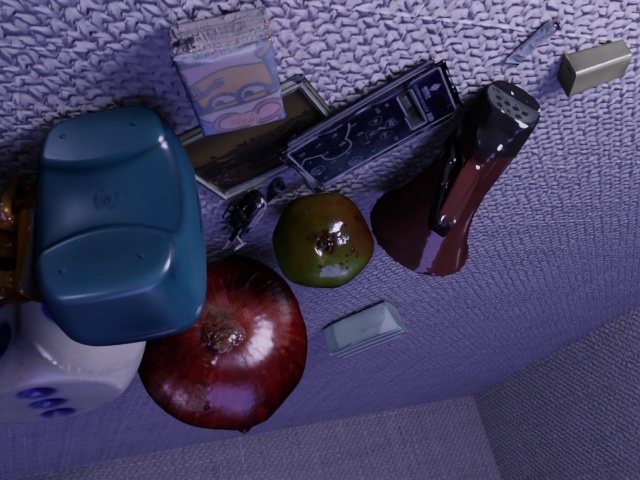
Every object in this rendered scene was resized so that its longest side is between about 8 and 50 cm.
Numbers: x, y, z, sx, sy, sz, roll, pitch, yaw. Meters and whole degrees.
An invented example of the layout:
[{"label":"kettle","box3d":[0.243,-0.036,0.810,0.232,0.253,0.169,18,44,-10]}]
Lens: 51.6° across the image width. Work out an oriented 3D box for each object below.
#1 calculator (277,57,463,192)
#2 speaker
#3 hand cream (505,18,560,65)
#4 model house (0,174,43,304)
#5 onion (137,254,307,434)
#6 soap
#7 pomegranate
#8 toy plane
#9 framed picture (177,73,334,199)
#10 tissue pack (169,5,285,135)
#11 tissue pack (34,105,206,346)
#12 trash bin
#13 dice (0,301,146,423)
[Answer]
[{"label":"calculator","box3d":[0.079,-0.166,1.000,0.274,0.028,0.165,-28,153,13]},{"label":"speaker","box3d":[0.195,-0.088,1.072,0.259,0.198,0.329,-25,156,-30]},{"label":"hand cream","box3d":[0.302,-0.280,0.935,0.030,0.019,0.093,-1,158,-33]},{"label":"model house","box3d":[-0.472,0.012,0.865,0.229,0.200,0.219,-6,162,-16]},{"label":"onion","box3d":[-0.185,0.217,1.307,0.341,0.341,0.341,-13,155,-6]},{"label":"soap","box3d":[0.128,0.251,1.861,0.230,0.091,0.145,-26,156,20]},{"label":"pomegranate","box3d":[0.000,0.000,1.189,0.179,0.180,0.209,-11,-176,-9]},{"label":"toy plane","box3d":[-0.130,-0.035,1.148,0.078,0.053,0.197,-33,168,-42]},{"label":"framed picture","box3d":[-0.095,-0.141,0.995,0.252,0.014,0.197,-23,154,16]},{"label":"tissue pack","box3d":[-0.109,-0.201,0.802,0.115,0.065,0.155,-12,156,-3]},{"label":"tissue pack","box3d":[-0.250,-0.007,0.855,0.198,0.287,0.206,-12,150,-4]},{"label":"trash bin","box3d":[0.415,-0.262,1.001,0.092,0.043,0.061,-17,155,1]},{"label":"dice","box3d":[-0.482,0.172,1.169,0.259,0.243,0.251,-27,153,31]}]
